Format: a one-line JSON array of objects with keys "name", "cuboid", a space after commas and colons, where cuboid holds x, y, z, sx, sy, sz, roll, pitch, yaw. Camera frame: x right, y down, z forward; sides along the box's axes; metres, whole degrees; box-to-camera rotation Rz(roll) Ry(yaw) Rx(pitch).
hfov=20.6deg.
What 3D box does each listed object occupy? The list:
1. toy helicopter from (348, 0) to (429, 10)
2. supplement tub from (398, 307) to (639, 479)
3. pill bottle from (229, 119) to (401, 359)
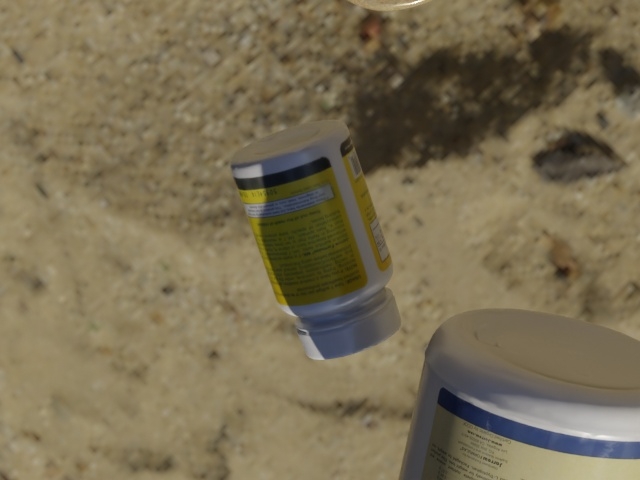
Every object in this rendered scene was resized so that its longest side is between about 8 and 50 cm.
[{"name": "toy helicopter", "cuboid": [0.016, -0.349, 1.365, 0.140, 0.235, 0.355, -81, -24, -74]}, {"name": "supplement tub", "cuboid": [0.174, 0.238, 1.492, 0.228, 0.228, 0.316, 23, 109, 38]}, {"name": "pill bottle", "cuboid": [0.000, 0.000, 1.684, 0.119, 0.119, 0.208, 1, 114, 54]}]
